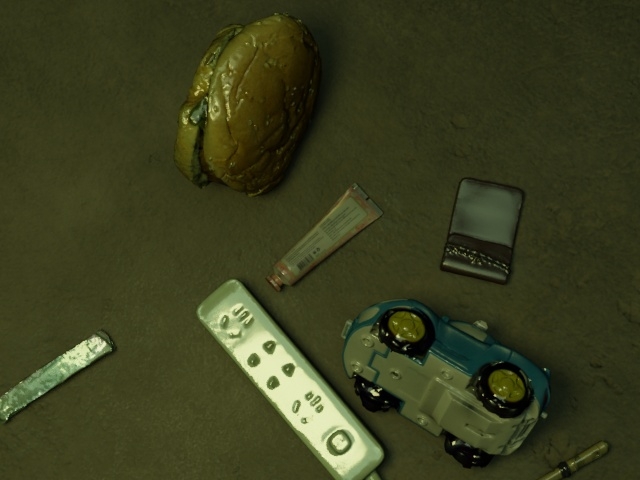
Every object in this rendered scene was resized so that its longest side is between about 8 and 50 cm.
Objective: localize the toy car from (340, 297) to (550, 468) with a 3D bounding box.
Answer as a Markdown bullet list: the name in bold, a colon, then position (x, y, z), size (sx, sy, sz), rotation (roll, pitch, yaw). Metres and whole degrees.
- **toy car**: position (0.183, 0.186, 1.590), size (0.314, 0.198, 0.166), rotation (29, 48, 12)

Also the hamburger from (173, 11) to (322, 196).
- **hamburger**: position (-0.097, -0.199, 1.635), size (0.134, 0.265, 0.285), rotation (20, 83, 13)

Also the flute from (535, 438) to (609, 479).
- **flute**: position (0.327, 0.361, 1.617), size (0.233, 0.027, 0.027), rotation (-30, 78, -3)

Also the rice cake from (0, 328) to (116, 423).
- **rice cake**: position (-0.416, 0.209, 1.689), size (0.211, 0.034, 0.043), rotation (-33, 87, -4)

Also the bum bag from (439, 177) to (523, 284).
- **bum bag**: position (0.253, -0.017, 1.699), size (0.109, 0.026, 0.159), rotation (11, 79, 7)

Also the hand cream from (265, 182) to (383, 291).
- **hand cream**: position (0.000, 0.000, 1.706), size (0.210, 0.043, 0.067), rotation (-41, 81, -11)

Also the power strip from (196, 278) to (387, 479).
- **power strip**: position (-0.038, 0.223, 1.649), size (0.091, 0.062, 0.385), rotation (-41, 78, -2)
